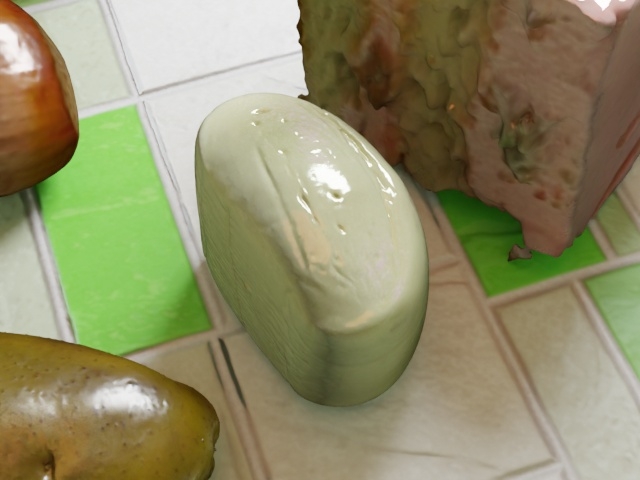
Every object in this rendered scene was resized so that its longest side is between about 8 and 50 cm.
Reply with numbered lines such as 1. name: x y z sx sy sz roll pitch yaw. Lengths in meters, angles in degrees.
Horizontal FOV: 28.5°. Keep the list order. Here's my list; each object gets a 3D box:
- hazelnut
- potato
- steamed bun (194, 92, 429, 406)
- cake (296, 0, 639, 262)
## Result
1. hazelnut: -0.328 -0.134 1.153 0.214 0.176 0.214 17 40 -15
2. potato: -0.264 0.160 0.976 0.369 0.176 0.195 4 14 -5
3. steamed bun: 0.000 0.000 1.040 0.155 0.200 0.250 -29 62 -18
4. cake: 0.170 -0.217 1.127 0.307 0.314 0.293 32 60 24
